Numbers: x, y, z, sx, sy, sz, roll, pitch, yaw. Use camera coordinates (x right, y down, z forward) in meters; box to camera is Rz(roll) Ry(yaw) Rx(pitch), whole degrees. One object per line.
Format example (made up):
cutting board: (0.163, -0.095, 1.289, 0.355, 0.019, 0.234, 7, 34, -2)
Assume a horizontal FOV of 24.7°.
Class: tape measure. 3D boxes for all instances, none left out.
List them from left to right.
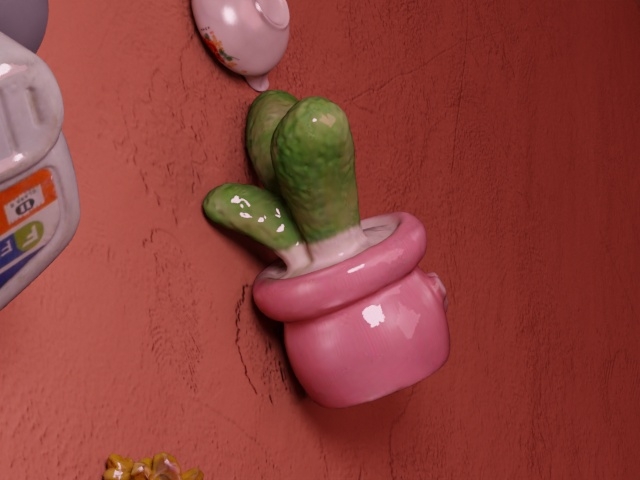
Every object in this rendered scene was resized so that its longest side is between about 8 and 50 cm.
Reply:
tape measure: (-0.309, -0.038, 1.092, 0.243, 0.125, 0.246, -35, 143, -28)

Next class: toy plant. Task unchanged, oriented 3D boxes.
toy plant: (0.006, 0.003, 1.680, 0.356, 0.211, 0.317, 62, -5, -10)

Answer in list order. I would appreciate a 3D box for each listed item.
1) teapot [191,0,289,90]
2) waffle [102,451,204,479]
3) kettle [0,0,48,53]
teapot: (-0.099, -0.278, 1.759, 0.226, 0.092, 0.145, 52, 32, -28)
waffle: (-0.123, 0.352, 1.348, 0.260, 0.069, 0.292, 45, 39, -40)
kettle: (-0.344, -0.214, 1.133, 0.243, 0.211, 0.159, 73, 7, -77)
